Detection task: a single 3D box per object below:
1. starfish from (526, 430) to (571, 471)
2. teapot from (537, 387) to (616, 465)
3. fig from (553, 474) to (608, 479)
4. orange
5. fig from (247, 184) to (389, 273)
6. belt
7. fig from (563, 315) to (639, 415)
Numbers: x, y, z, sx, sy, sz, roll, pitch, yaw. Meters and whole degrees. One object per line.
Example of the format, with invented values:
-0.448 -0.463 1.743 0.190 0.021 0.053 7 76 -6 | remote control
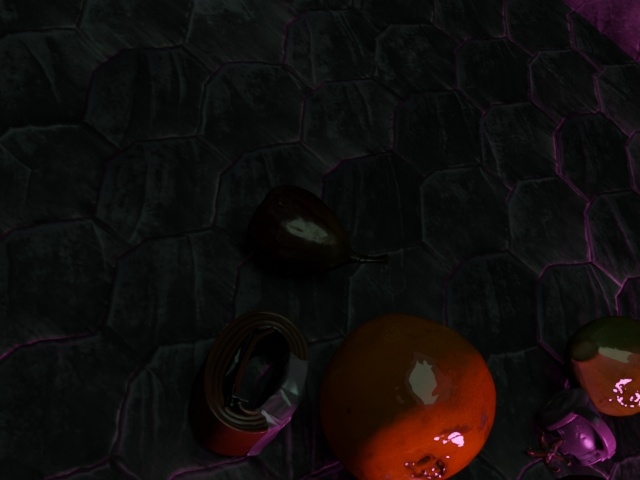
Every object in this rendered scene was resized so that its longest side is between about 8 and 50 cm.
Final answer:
0.442 0.408 1.960 0.028 0.078 0.091 -65 134 -69 | starfish
0.519 0.367 1.984 0.146 0.148 0.116 52 43 -4 | teapot
0.471 0.527 1.789 0.224 0.224 0.263 54 18 15 | fig
0.147 0.275 1.735 0.312 0.312 0.312 15 51 -19 | orange
0.000 0.001 1.944 0.274 0.146 0.170 21 48 5 | fig
-0.118 0.245 1.742 0.184 0.105 0.261 26 45 -7 | belt
0.594 0.260 2.056 0.230 0.207 0.207 -17 66 -44 | fig
